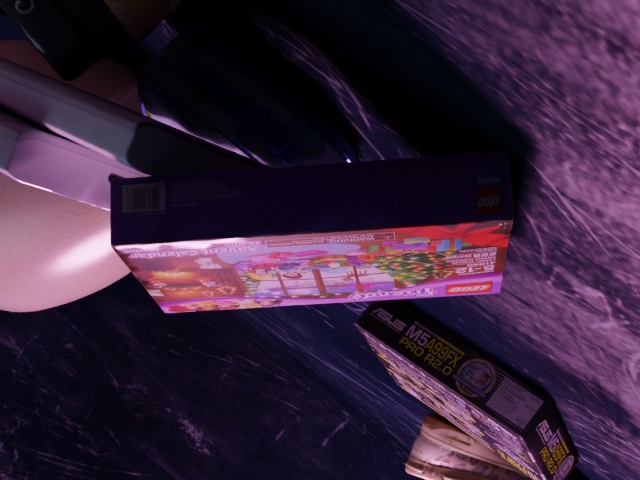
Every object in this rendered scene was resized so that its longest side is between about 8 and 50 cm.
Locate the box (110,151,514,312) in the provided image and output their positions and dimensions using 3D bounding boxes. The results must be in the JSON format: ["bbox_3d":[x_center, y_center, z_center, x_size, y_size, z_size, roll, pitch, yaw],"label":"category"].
[{"bbox_3d":[0.000,0.000,1.025,0.293,0.057,0.201,-4,163,4],"label":"box"}]

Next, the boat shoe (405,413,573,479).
[{"bbox_3d":[0.255,0.332,1.777,0.285,0.089,0.104,26,180,1],"label":"boat shoe"}]

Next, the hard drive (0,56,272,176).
[{"bbox_3d":[-0.180,-0.098,1.109,0.307,0.040,0.203,24,-177,40],"label":"hard drive"}]

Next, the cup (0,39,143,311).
[{"bbox_3d":[-0.277,-0.084,1.514,0.236,0.331,0.331,-4,142,39],"label":"cup"}]

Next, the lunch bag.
[{"bbox_3d":[-0.066,-0.094,1.220,0.219,0.090,0.176,38,166,12],"label":"lunch bag"}]

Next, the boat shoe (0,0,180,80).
[{"bbox_3d":[-0.320,-0.277,1.173,0.500,0.156,0.187,32,168,38],"label":"boat shoe"}]

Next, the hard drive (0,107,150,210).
[{"bbox_3d":[-0.282,-0.097,1.193,0.353,0.047,0.233,24,-177,42],"label":"hard drive"}]

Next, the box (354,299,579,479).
[{"bbox_3d":[0.185,0.191,1.637,0.270,0.060,0.216,33,168,32],"label":"box"}]
